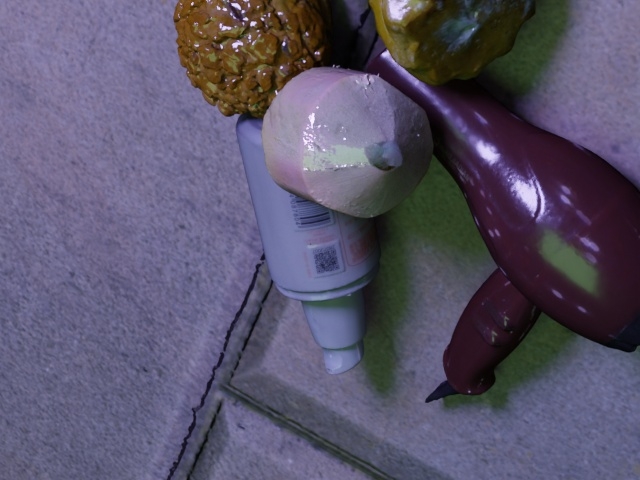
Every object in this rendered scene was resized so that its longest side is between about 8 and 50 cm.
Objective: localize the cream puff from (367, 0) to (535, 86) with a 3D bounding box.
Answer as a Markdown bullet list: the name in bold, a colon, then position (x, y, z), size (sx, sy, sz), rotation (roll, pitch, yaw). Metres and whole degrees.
- **cream puff**: position (0.091, -0.202, 1.506), size (0.116, 0.146, 0.146), rotation (56, 140, 36)

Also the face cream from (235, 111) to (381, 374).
- **face cream**: position (0.000, 0.000, 1.687), size (0.101, 0.101, 0.251), rotation (3, 122, 25)

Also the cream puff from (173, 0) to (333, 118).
- **cream puff**: position (-0.056, -0.165, 1.596), size (0.126, 0.103, 0.144), rotation (-25, 99, 30)

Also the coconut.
- **coconut**: position (0.023, -0.076, 1.529), size (0.122, 0.116, 0.116), rotation (21, 137, 57)

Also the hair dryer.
- **hair dryer**: position (0.125, 0.019, 1.658), size (0.312, 0.123, 0.340), rotation (42, 141, 10)
